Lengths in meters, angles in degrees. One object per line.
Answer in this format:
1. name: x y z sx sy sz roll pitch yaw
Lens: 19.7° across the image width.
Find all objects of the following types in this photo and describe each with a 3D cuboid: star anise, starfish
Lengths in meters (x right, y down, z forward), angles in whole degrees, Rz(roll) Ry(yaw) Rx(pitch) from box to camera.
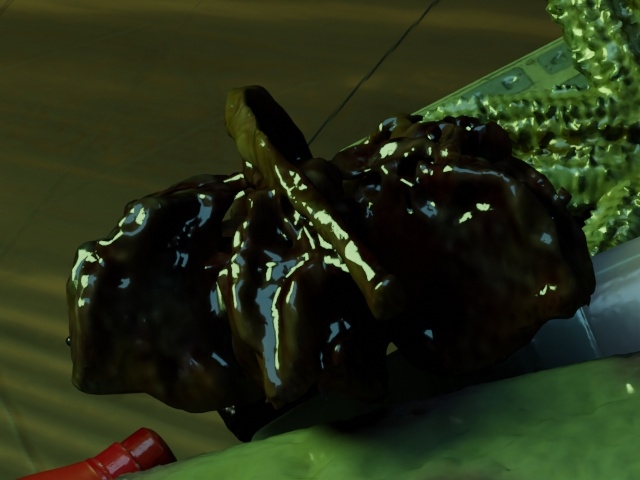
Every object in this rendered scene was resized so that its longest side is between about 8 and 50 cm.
1. star anise: 0.000 0.000 0.710 0.220 0.125 0.190 -13 -3 41
2. starfish: 0.168 -0.035 0.817 0.358 0.078 0.347 33 83 22

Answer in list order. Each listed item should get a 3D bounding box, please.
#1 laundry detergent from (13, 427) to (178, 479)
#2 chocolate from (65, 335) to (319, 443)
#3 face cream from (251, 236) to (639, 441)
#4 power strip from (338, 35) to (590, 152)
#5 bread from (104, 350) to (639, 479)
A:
1. laundry detergent: -0.129 0.144 0.812 0.165 0.049 0.097 -37 49 -15
2. chocolate: -0.059 0.046 0.873 0.147 0.070 0.072 26 56 38
3. face cream: 0.071 0.069 0.751 0.198 0.057 0.084 -25 78 12
4. power strip: 0.136 -0.069 0.917 0.268 0.034 0.092 -27 40 -2
5. bread: 0.005 0.152 0.652 0.338 0.155 0.187 -17 35 11
